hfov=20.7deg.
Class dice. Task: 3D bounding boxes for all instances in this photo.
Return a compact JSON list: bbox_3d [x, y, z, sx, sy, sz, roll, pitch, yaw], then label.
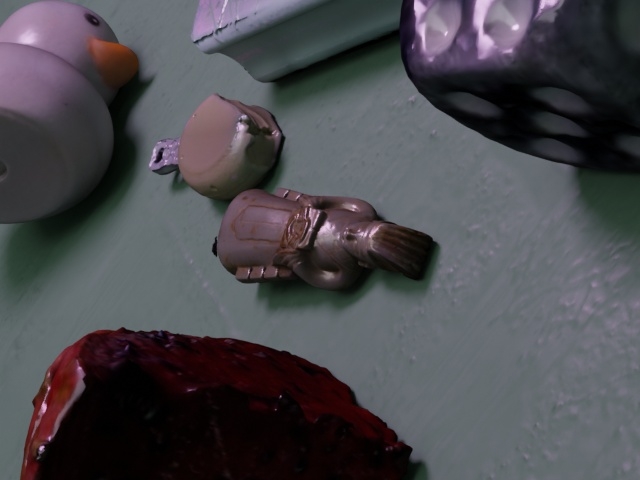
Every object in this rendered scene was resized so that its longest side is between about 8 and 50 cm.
[{"bbox_3d":[0.170,-0.153,1.099,0.181,0.183,0.182,1,71,52],"label":"dice"}]

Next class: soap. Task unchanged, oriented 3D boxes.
[{"bbox_3d":[0.009,-0.232,1.448,0.261,0.094,0.150,-16,57,48],"label":"soap"}]

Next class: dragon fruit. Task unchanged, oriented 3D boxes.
[{"bbox_3d":[-0.145,0.210,1.223,0.228,0.286,0.329,38,108,52],"label":"dragon fruit"}]

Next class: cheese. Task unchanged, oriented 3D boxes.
[{"bbox_3d":[-0.096,-0.087,1.534,0.171,0.047,0.092,24,87,57],"label":"cheese"}]

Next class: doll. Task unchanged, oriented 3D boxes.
[{"bbox_3d":[-0.298,-0.140,1.723,0.251,0.221,0.221,-15,52,16],"label":"doll"}]

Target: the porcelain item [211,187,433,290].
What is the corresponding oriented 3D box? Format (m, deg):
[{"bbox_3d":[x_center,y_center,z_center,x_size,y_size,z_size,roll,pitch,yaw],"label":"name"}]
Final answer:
[{"bbox_3d":[0.000,0.000,1.340,0.213,0.054,0.084,6,75,54],"label":"porcelain item"}]
